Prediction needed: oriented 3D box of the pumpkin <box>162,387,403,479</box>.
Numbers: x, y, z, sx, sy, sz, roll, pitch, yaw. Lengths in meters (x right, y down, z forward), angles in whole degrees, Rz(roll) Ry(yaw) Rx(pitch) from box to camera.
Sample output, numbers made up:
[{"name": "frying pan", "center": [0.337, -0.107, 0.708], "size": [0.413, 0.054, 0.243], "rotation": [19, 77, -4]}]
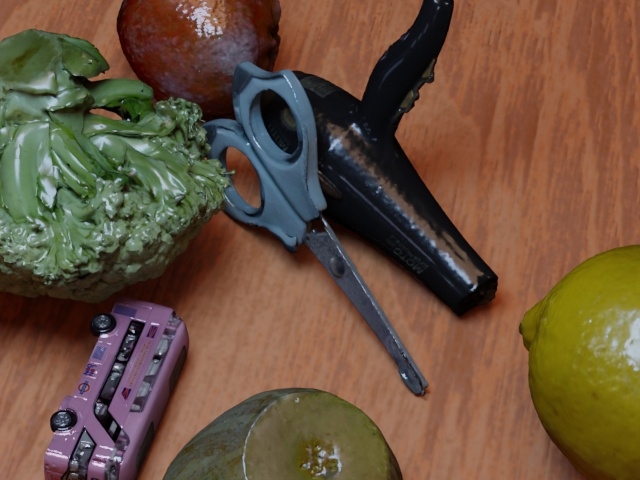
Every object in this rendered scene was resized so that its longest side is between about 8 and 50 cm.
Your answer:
[{"name": "pumpkin", "center": [-0.028, 0.204, 1.722], "size": [0.217, 0.110, 0.217], "rotation": [4, 49, -5]}]

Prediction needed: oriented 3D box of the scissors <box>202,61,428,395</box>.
[{"name": "scissors", "center": [-0.001, 0.000, 1.881], "size": [0.029, 0.191, 0.360], "rotation": [-18, 67, -39]}]

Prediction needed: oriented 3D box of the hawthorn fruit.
[{"name": "hawthorn fruit", "center": [-0.125, -0.212, 2.026], "size": [0.173, 0.173, 0.173], "rotation": [1, 50, -1]}]

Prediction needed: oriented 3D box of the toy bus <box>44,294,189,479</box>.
[{"name": "toy bus", "center": [-0.184, 0.141, 1.793], "size": [0.090, 0.063, 0.203], "rotation": [14, 50, 9]}]

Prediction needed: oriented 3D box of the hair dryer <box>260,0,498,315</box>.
[{"name": "hair dryer", "center": [0.099, -0.130, 1.855], "size": [0.120, 0.359, 0.303], "rotation": [-20, 57, -45]}]

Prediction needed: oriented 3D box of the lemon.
[{"name": "lemon", "center": [0.307, 0.122, 1.719], "size": [0.236, 0.236, 0.263], "rotation": [-37, 81, -28]}]

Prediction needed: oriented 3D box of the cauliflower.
[{"name": "cauliflower", "center": [-0.236, -0.071, 1.831], "size": [0.272, 0.250, 0.275], "rotation": [4, 25, 28]}]
